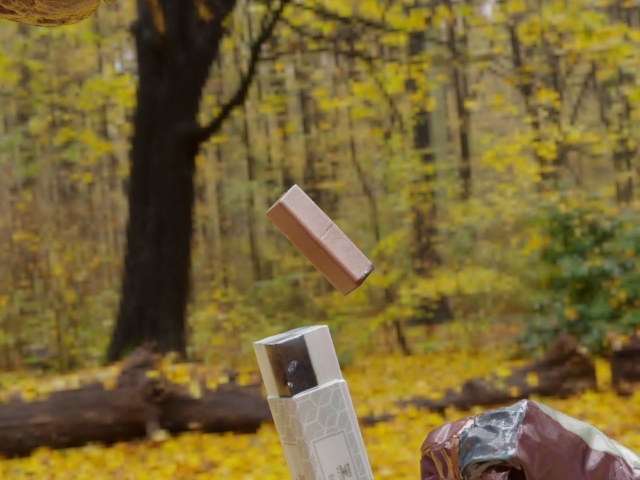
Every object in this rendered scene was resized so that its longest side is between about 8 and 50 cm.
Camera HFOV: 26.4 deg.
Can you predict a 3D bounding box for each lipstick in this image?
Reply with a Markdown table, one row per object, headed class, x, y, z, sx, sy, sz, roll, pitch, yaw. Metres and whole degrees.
| class | x | y | z | sx | sy | sz | roll | pitch | yaw |
| --- | --- | --- | --- | --- | --- | --- | --- | --- | --- |
| lipstick | 0.000 | 0.000 | 1.700 | 0.045 | 0.145 | 0.045 | -48 | 8 | -36 |

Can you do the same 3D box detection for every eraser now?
| class | x | y | z | sx | sy | sz | roll | pitch | yaw |
| --- | --- | --- | --- | --- | --- | --- | --- | --- | --- |
| eraser | 0.011 | 0.329 | 2.009 | 0.096 | 0.403 | 0.098 | -19 | 4 | -26 |

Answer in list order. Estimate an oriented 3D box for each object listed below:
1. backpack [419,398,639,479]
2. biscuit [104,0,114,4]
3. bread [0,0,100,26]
| class | x | y | z | sx | sy | sz | roll | pitch | yaw |
| --- | --- | --- | --- | --- | --- | --- | --- | --- | --- |
| backpack | 0.278 | 0.351 | 1.973 | 0.283 | 0.197 | 0.317 | 34 | -30 | -20 |
| biscuit | -0.258 | -0.380 | 1.943 | 0.124 | 0.026 | 0.175 | -33 | 12 | 5 |
| bread | -0.380 | -0.358 | 1.653 | 0.270 | 0.148 | 0.270 | 16 | -16 | 5 |
